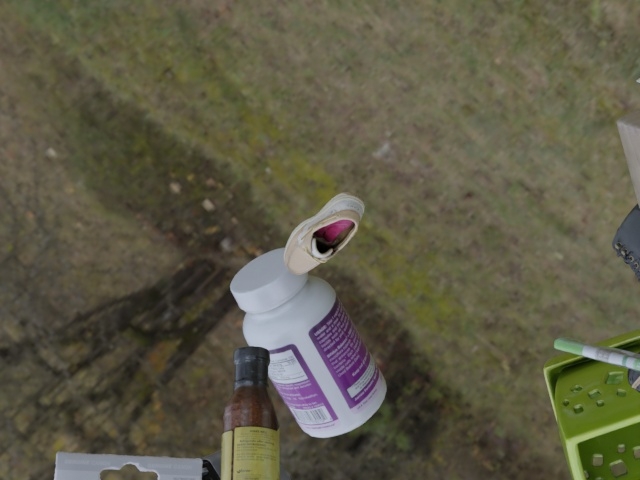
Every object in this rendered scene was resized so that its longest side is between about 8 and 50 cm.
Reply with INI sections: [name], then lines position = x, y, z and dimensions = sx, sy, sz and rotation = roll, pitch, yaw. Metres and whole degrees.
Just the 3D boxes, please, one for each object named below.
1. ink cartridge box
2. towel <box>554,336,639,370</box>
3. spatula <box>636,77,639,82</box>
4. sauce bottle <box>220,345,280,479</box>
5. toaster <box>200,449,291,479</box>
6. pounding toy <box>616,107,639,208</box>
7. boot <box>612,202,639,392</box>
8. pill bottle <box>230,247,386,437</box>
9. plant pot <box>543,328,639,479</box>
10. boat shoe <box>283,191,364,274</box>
[ink cartridge box]
position = -0.236, 0.369, 1.335
dimensions = 0.181, 0.224, 0.056
rotation = 6, 162, -17
[towel]
position = 0.312, 0.115, 1.070
dimensions = 0.152, 0.023, 0.113
rotation = 13, 176, 34
[spatula]
position = 0.600, -0.254, 1.621
dimensions = 0.168, 0.242, 0.019
rotation = 33, 146, 47
[sauce bottle]
position = -0.047, 0.136, 0.774
dimensions = 0.042, 0.128, 0.042
rotation = 1, 156, 0
[toaster]
position = -0.152, 0.384, 1.659
dimensions = 0.110, 0.168, 0.185
rotation = 58, 144, 22
[pounding toy]
position = 0.401, -0.104, 1.166
dimensions = 0.130, 0.141, 0.100
rotation = 68, 169, -24
[boot]
position = 0.358, 0.055, 1.237
dimensions = 0.137, 0.198, 0.077
rotation = 33, 177, 21
[pill bottle]
position = -0.025, 0.167, 1.880
dimensions = 0.169, 0.169, 0.301
rotation = 3, 129, 52
[plant pot]
position = 0.506, 0.295, 1.907
dimensions = 0.207, 0.228, 0.227
rotation = -105, -6, -50
[boat shoe]
position = 0.000, 0.000, 1.619
dimensions = 0.063, 0.059, 0.170
rotation = 28, 129, -18
